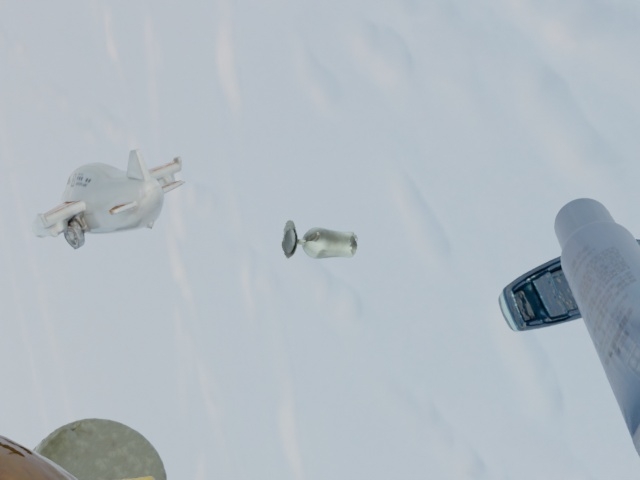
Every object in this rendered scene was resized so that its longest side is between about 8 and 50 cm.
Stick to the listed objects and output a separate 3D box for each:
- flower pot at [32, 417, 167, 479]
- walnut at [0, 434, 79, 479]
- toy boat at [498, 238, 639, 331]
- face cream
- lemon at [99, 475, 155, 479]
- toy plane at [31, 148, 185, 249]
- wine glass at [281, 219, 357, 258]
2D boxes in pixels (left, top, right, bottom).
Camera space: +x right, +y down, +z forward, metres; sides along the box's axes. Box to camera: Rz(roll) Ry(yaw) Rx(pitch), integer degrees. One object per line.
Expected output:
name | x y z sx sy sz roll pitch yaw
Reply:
flower pot | -0.395 0.462 1.642 0.293 0.293 0.330 66 146 29
walnut | -0.322 0.298 0.984 0.336 0.209 0.209 21 126 14
toy boat | 0.405 0.061 1.511 0.062 0.299 0.096 115 135 -71
face cream | 0.313 0.059 1.061 0.385 0.086 0.135 -86 12 -65
lemon | -0.148 0.235 0.695 0.114 0.114 0.155 -18 50 64
toy plane | -0.301 -0.066 1.463 0.244 0.244 0.117 9 121 63
wine glass | 0.000 0.000 1.131 0.039 0.083 0.042 -34 58 57
